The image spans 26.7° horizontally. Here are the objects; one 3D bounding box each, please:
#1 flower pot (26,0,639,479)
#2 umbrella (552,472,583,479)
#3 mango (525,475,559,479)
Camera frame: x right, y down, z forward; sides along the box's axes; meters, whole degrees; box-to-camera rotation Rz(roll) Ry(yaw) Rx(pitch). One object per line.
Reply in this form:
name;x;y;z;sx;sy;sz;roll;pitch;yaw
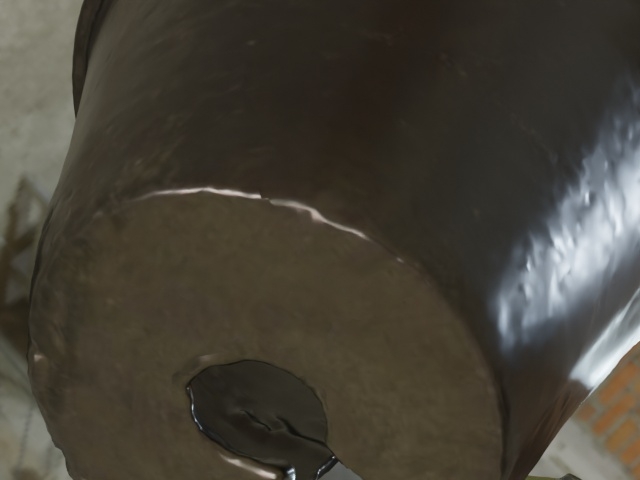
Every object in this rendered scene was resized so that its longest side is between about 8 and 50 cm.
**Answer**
flower pot;0.000;0.000;0.652;0.379;0.379;0.251;-56;-178;38
umbrella;0.134;0.191;0.905;0.188;0.050;0.046;-16;177;20
mango;0.140;0.382;1.407;0.382;0.225;0.201;-21;-165;-5
